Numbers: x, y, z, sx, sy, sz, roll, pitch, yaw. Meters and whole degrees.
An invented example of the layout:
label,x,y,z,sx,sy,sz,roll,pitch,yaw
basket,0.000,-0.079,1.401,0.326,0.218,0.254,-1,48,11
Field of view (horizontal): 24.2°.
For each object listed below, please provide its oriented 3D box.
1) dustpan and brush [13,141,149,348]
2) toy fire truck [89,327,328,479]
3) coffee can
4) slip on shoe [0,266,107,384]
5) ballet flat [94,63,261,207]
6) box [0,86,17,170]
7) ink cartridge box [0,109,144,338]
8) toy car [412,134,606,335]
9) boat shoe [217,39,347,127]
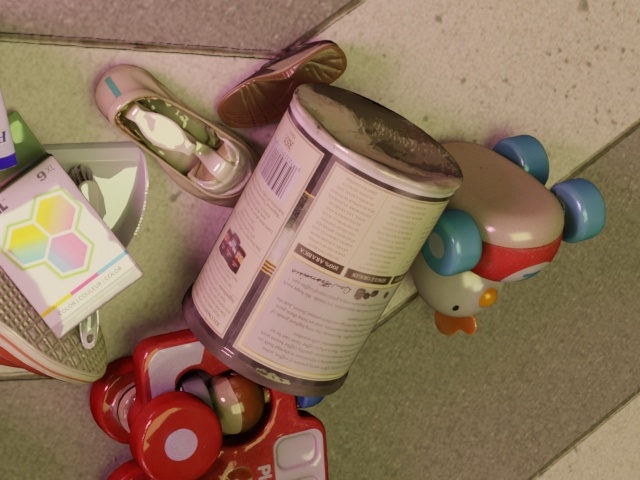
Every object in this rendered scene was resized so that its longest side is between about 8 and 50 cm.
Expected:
label,x,y,z,sx,sy,sz,roll,pitch,yaw
dustpan and brush,-0.249,0.007,1.573,0.147,0.060,0.211,-4,107,-28
toy fire truck,-0.109,0.238,1.681,0.254,0.169,0.302,-10,107,-26
coffee can,0.000,0.000,1.600,0.202,0.201,0.275,15,117,-33
slip on shoe,-0.356,0.074,1.540,0.101,0.123,0.331,-31,142,32
ballet flat,-0.137,-0.097,1.592,0.248,0.086,0.086,34,92,-35
box,-0.354,-0.141,1.425,0.072,0.126,0.137,-20,118,-22
ink cartridge box,-0.284,-0.017,1.503,0.109,0.062,0.209,-37,102,-7
toy car,0.182,0.024,1.762,0.219,0.210,0.238,-14,129,-28
boat shoe,-0.042,-0.171,1.632,0.152,0.049,0.056,-24,116,4
